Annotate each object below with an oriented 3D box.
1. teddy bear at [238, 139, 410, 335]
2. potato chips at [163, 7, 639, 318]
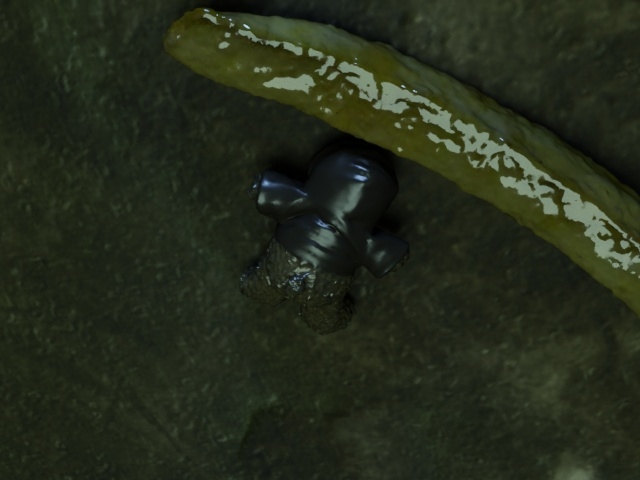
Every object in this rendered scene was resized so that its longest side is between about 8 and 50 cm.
[{"bbox_3d":[-0.003,0.006,0.737,0.119,0.078,0.160,25,126,-1],"label":"teddy bear"},{"bbox_3d":[0.095,-0.052,0.679,0.407,0.080,0.057,30,137,-2],"label":"potato chips"}]
